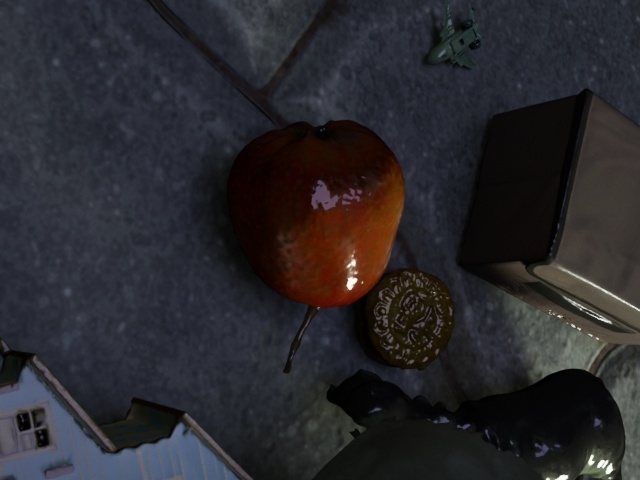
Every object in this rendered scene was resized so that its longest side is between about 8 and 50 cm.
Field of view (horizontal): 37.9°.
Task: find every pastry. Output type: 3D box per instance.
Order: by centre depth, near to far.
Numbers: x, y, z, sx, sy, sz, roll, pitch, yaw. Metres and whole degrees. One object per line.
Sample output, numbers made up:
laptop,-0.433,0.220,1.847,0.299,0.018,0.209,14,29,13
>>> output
pastry,0.081,0.074,0.891,0.109,0.057,0.097,28,77,-23

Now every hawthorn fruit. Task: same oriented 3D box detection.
hawthorn fruit,0.000,0.000,0.807,0.162,0.162,0.203,-15,115,-31

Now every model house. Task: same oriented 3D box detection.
model house,-0.157,0.193,0.660,0.206,0.178,0.271,-11,88,-25

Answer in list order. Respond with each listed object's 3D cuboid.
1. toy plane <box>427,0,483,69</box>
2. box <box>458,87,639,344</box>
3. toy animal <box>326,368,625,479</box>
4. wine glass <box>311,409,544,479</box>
toy plane,0.142,-0.207,0.968,0.083,0.033,0.080,-43,121,-27
box,0.288,-0.011,0.967,0.252,0.153,0.188,24,75,-27
toy animal,0.159,0.208,0.886,0.343,0.106,0.168,4,91,-33
wine glass,0.039,0.292,0.630,0.238,0.238,0.323,49,46,-17
